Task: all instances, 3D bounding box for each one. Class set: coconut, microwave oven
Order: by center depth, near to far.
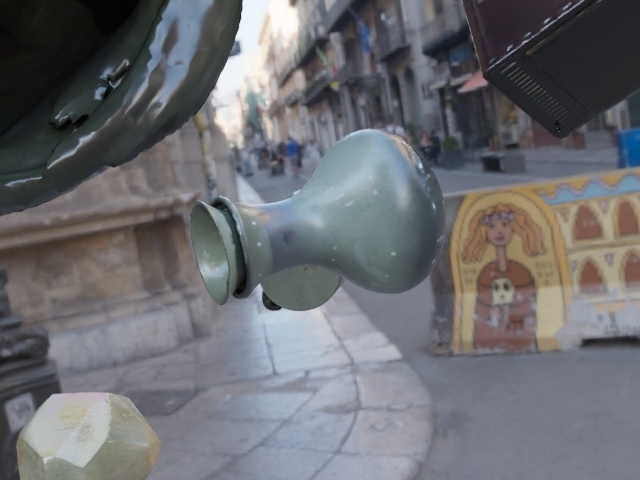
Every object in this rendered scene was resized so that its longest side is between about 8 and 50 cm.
[{"bbox_3d":[0.309,-0.270,0.966,0.178,0.188,0.247,31,-51,-34],"label":"microwave oven"},{"bbox_3d":[-0.364,0.351,1.349,0.237,0.197,0.236,-11,35,8],"label":"coconut"}]

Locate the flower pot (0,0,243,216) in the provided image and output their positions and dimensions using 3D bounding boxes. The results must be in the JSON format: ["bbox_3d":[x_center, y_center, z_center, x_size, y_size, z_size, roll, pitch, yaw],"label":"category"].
[{"bbox_3d":[-0.172,-0.158,0.362,0.302,0.301,0.213,-11,19,-19],"label":"flower pot"}]

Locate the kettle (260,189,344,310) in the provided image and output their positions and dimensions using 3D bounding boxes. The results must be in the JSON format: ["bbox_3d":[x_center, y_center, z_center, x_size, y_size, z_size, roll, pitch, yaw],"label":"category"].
[{"bbox_3d":[0.000,0.000,1.225,0.210,0.160,0.243,-45,5,9],"label":"kettle"}]

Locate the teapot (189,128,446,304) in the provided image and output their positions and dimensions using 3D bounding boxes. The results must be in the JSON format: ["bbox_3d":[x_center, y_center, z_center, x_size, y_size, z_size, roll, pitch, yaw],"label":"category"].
[{"bbox_3d":[-0.002,-0.014,0.888,0.251,0.183,0.183,-15,8,-24],"label":"teapot"}]
